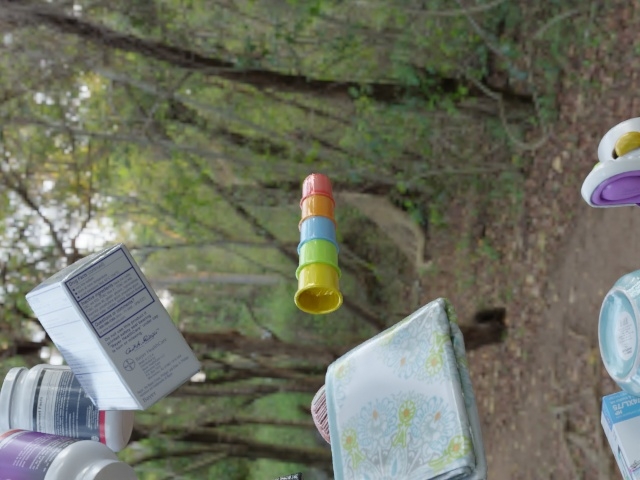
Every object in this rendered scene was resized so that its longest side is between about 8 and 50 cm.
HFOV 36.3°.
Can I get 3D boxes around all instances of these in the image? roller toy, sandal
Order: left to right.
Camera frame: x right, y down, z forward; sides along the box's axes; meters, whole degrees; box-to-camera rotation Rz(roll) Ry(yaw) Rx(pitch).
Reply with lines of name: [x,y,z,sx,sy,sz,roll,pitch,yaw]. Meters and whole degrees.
roller toy: [0.766,-0.184,2.312,0.209,0.191,0.146,100,172,-49]
sandal: [0.740,-0.109,2.020,0.169,0.416,0.102,96,161,-53]

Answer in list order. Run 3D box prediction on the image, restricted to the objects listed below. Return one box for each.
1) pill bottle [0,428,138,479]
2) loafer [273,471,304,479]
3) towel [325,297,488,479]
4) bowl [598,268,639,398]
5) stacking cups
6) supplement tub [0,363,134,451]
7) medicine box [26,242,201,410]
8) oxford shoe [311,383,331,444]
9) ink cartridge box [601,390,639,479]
pill bottle: [-0.497,0.458,1.832,0.181,0.323,0.181,2,-93,-53]
loafer: [-0.057,0.550,1.978,0.062,0.061,0.170,-68,-29,-77]
towel: [0.155,0.335,1.861,0.320,0.090,0.374,-33,47,31]
bowl: [0.623,0.172,1.799,0.311,0.163,0.311,-179,90,-83]
stacking cups: [0.000,0.000,1.993,0.096,0.096,0.316,94,179,-48]
supplement tub: [-0.573,0.381,2.229,0.191,0.272,0.191,3,-90,-89]
medicine box: [-0.407,0.175,1.894,0.263,0.149,0.289,-16,106,58]
oxford shoe: [0.122,0.450,2.213,0.140,0.146,0.397,-51,39,-5]
ink cartridge box: [0.709,0.437,1.965,0.198,0.197,0.270,62,-169,-60]
